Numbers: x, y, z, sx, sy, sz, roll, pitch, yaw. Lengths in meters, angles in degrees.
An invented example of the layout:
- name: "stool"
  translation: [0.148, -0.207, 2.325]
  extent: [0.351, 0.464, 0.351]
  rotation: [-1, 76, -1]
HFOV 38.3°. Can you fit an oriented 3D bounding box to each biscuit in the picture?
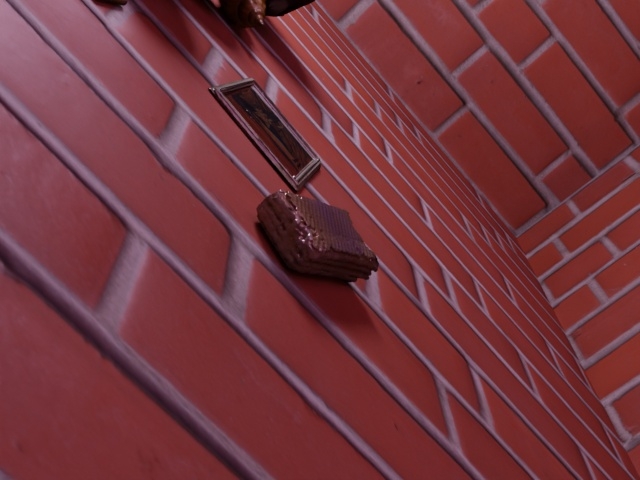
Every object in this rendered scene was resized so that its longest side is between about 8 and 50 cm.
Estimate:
- name: "biscuit"
  translation: [0.000, 0.000, 1.272]
  extent: [0.108, 0.061, 0.239]
  rotation: [58, 17, 18]

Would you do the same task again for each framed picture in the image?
- name: "framed picture"
  translation: [-0.082, -0.188, 1.562]
  extent: [0.216, 0.016, 0.273]
  rotation: [50, 15, -6]

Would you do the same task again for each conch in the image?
- name: "conch"
  translation: [-0.171, -0.530, 1.960]
  extent: [0.109, 0.093, 0.330]
  rotation: [32, 23, -40]

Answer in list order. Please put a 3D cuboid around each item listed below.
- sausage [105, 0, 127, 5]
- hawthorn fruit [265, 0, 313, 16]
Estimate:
- name: "sausage"
  translation: [-0.294, -0.341, 1.294]
  extent: [0.015, 0.015, 0.100]
  rotation: [52, 15, 2]
- name: "hawthorn fruit"
  translation: [-0.108, -0.671, 2.132]
  extent: [0.308, 0.308, 0.324]
  rotation: [44, -14, -25]
